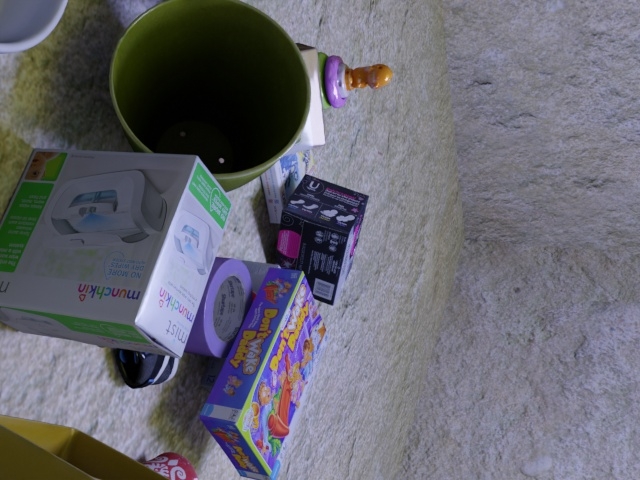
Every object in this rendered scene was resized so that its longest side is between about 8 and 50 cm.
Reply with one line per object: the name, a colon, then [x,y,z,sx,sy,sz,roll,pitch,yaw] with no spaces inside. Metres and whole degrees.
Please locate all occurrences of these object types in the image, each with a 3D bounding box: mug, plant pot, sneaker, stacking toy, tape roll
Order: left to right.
plant pot: [-0.349,0.361,0.990,0.187,0.212,0.212,-66,155,-11]
mug: [-0.295,0.439,1.250,0.169,0.113,0.150,10,83,-65]
sneaker: [-0.279,0.140,1.255,0.121,0.079,0.217,-7,103,-69]
plant pot: [-0.179,-0.176,1.169,0.293,0.275,0.275,131,-27,-69]
tape roll: [-0.205,0.124,1.438,0.189,0.080,0.189,5,90,-69]
stacking toy: [0.000,-0.325,1.542,0.166,0.302,0.175,72,25,-44]

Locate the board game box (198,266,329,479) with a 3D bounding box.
board game box: [-0.097,0.261,1.495,0.233,0.078,0.347,70,34,-45]

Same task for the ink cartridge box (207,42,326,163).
ink cartridge box: [-0.115,-0.247,1.405,0.234,0.088,0.193,-19,117,-24]

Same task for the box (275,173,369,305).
box: [0.000,0.000,1.721,0.247,0.163,0.142,100,13,-46]

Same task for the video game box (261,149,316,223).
video game box: [-0.074,-0.169,1.746,0.205,0.048,0.187,-58,149,-49]

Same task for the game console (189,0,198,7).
game console: [-0.192,-0.456,1.231,0.173,0.250,0.293,-59,159,7]

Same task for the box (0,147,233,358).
box: [-0.278,0.013,0.985,0.127,0.262,0.231,58,44,-56]

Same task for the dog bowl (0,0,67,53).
dog bowl: [-0.393,-0.334,0.815,0.265,0.104,0.265,3,90,-68]

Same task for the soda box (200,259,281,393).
soda box: [-0.148,0.191,1.579,0.098,0.091,0.286,60,40,-56]
